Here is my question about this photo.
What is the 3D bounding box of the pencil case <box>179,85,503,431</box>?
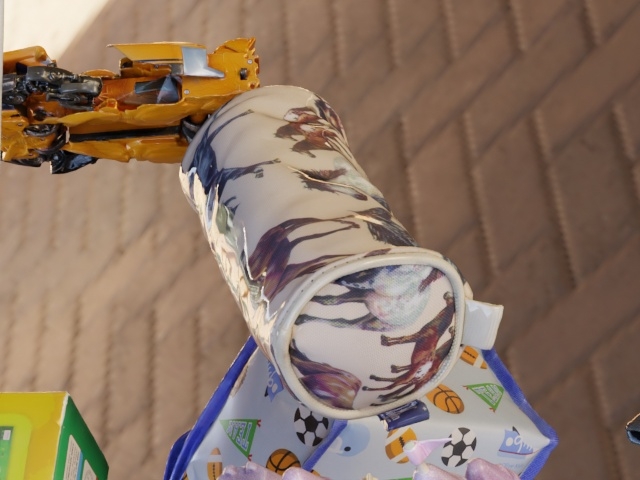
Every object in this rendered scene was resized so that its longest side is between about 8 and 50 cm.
[{"bbox_3d":[0.000,0.000,1.647,0.410,0.184,0.159,-123,47,-60],"label":"pencil case"}]

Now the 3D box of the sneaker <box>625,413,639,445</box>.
[{"bbox_3d":[0.226,0.139,1.223,0.035,0.031,0.083,-25,41,-11],"label":"sneaker"}]

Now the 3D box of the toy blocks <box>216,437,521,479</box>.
[{"bbox_3d":[0.009,0.241,1.446,0.289,0.260,0.309,-15,42,18],"label":"toy blocks"}]

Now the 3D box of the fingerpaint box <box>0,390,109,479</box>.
[{"bbox_3d":[-0.389,0.352,1.529,0.371,0.163,0.444,-1,59,8],"label":"fingerpaint box"}]

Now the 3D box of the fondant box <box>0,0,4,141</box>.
[{"bbox_3d":[-0.299,0.003,1.028,0.096,0.238,0.330,3,91,57],"label":"fondant box"}]

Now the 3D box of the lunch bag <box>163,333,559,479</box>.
[{"bbox_3d":[0.014,0.279,2.164,0.385,0.328,0.239,-61,38,27],"label":"lunch bag"}]

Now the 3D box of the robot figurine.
[{"bbox_3d":[-0.203,-0.135,1.893,0.211,0.291,0.085,92,176,-68],"label":"robot figurine"}]
